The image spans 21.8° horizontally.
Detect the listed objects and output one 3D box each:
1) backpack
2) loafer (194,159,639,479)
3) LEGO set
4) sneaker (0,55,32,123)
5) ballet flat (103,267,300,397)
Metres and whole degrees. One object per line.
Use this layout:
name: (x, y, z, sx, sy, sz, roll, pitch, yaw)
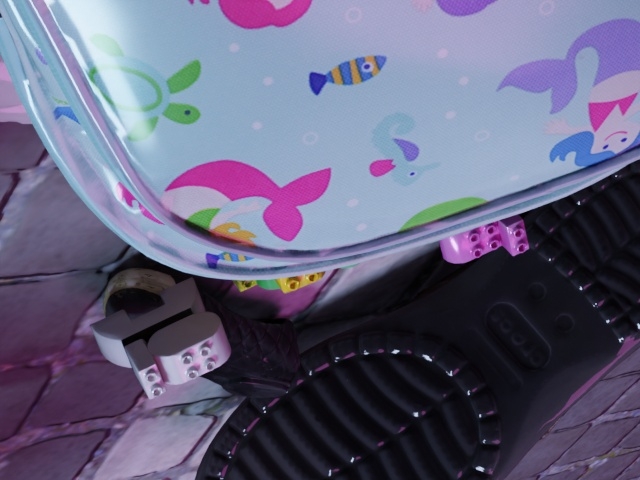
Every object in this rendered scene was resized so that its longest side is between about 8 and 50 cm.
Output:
backpack: (0.007, -0.104, 0.435, 0.225, 0.191, 0.253, -18, 138, -2)
loafer: (0.090, 0.090, 1.022, 0.366, 0.134, 0.130, -33, 169, 1)
LEGO set: (0.000, 0.000, 0.791, 0.227, 0.093, 0.087, -25, 127, -11)
sneaker: (-0.048, -0.128, 0.560, 0.232, 0.090, 0.115, -32, 150, -18)
ballet flat: (-0.065, 0.045, 0.904, 0.057, 0.049, 0.173, -10, 157, 24)
